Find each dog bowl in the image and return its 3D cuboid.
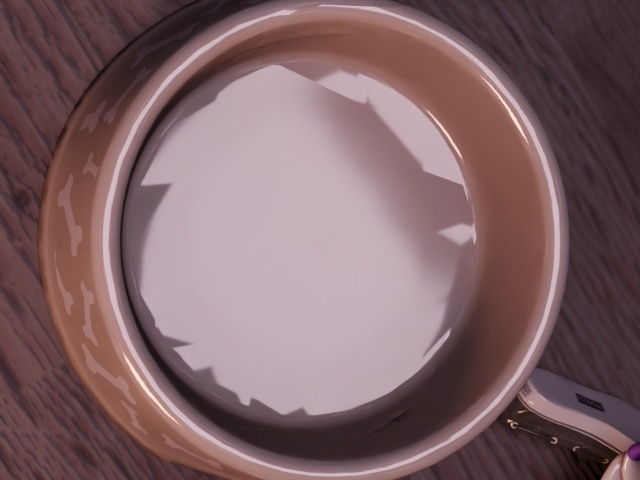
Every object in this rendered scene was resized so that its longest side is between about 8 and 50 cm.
[{"bbox_3d":[0.000,0.000,1.090,0.349,0.102,0.349,0,90,-15],"label":"dog bowl"}]

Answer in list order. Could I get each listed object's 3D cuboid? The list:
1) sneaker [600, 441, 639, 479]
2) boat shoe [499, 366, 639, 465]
[{"bbox_3d":[0.283,0.157,1.138,0.282,0.102,0.161,-47,128,-11],"label":"sneaker"},{"bbox_3d":[0.184,0.130,1.173,0.142,0.049,0.040,27,120,-21],"label":"boat shoe"}]
